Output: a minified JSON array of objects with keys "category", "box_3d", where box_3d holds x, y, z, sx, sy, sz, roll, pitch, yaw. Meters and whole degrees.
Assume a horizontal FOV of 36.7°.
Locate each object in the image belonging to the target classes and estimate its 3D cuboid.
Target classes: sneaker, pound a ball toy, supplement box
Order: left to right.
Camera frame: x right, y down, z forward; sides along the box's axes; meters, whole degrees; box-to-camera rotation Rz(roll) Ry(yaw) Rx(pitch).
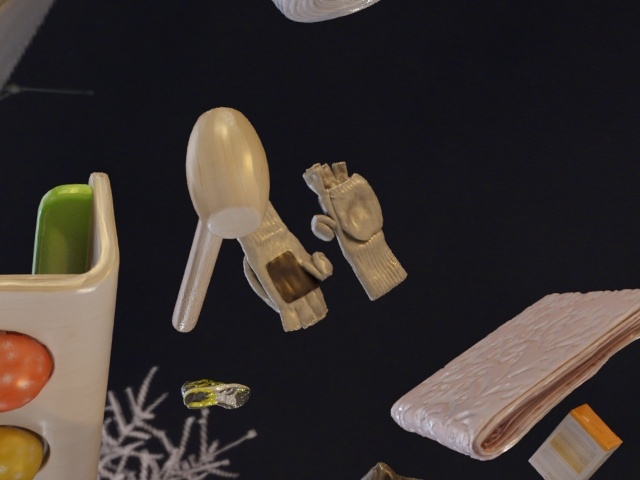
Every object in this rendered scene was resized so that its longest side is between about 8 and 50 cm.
[{"category":"pound a ball toy","box_3d":[-0.154,0.079,0.585,0.135,0.208,0.319,-107,-155,-44]},{"category":"sneaker","box_3d":[-0.119,0.170,1.095,0.035,0.083,0.031,45,-56,52]},{"category":"supplement box","box_3d":[0.302,0.251,1.147,0.062,0.036,0.098,49,-53,27]}]

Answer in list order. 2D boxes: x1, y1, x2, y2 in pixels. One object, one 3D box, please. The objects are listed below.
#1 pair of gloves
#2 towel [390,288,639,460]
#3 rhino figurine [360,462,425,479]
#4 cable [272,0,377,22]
[{"category":"pair of gloves","box_3d":[0.000,0.000,1.289,0.042,0.240,0.204,-30,-98,53]},{"category":"towel","box_3d":[0.267,0.170,1.284,0.317,0.332,0.053,-33,-88,-12]},{"category":"rhino figurine","box_3d":[-0.025,0.223,0.649,0.243,0.073,0.106,-25,-85,-3]},{"category":"cable","box_3d":[0.042,-0.365,1.194,0.257,0.257,0.089,-29,-96,-13]}]
